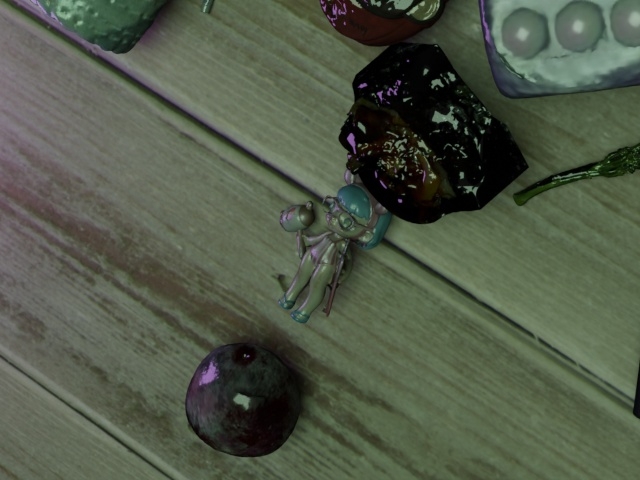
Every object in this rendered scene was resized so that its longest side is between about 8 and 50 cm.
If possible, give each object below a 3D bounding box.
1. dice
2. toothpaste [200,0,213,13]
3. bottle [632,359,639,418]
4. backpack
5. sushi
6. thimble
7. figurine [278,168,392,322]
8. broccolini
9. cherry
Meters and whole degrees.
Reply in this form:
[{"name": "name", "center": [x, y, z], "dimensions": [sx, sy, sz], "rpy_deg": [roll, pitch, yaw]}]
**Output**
[{"name": "dice", "center": [0.369, -0.342, 1.677], "dimensions": [0.270, 0.271, 0.270], "rpy_deg": [-5, 96, 19]}, {"name": "toothpaste", "center": [-0.178, -0.415, 1.987], "dimensions": [0.024, 0.015, 0.083], "rpy_deg": [19, 98, 16]}, {"name": "bottle", "center": [0.521, 0.149, 1.809], "dimensions": [0.082, 0.072, 0.244], "rpy_deg": [0, 101, -18]}, {"name": "backpack", "center": [0.095, -0.399, 1.829], "dimensions": [0.229, 0.139, 0.229], "rpy_deg": [3, 96, 24]}, {"name": "sushi", "center": [0.139, -0.149, 1.805], "dimensions": [0.212, 0.215, 0.227], "rpy_deg": [-40, 106, -2]}, {"name": "thimble", "center": [-0.363, -0.432, 1.944], "dimensions": [0.250, 0.205, 0.172], "rpy_deg": [42, 108, 14]}, {"name": "figurine", "center": [0.012, 0.006, 1.956], "dimensions": [0.260, 0.103, 0.205], "rpy_deg": [-59, 43, 19]}, {"name": "broccolini", "center": [0.403, -0.099, 1.826], "dimensions": [0.239, 0.051, 0.054], "rpy_deg": [-20, 101, 22]}, {"name": "cherry", "center": [-0.129, 0.256, 1.988], "dimensions": [0.195, 0.195, 0.195], "rpy_deg": [3, 99, 18]}]
